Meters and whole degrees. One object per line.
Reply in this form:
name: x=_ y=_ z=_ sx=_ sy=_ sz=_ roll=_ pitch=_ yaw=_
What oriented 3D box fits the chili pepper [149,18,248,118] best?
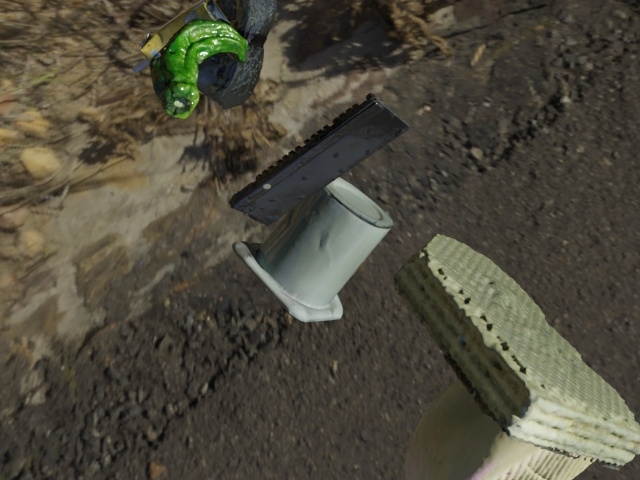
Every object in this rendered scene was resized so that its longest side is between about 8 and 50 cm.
chili pepper: x=-0.138 y=-0.196 z=1.007 sx=0.073 sy=0.182 sz=0.050 roll=33 pitch=131 yaw=-2

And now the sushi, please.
sushi: x=-0.139 y=-0.368 z=1.658 sx=0.134 sy=0.109 sz=0.273 roll=23 pitch=108 yaw=-50

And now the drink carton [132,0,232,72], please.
drink carton: x=-0.253 y=-0.336 z=1.583 sx=0.200 sy=0.074 sz=0.084 roll=-31 pitch=116 yaw=18

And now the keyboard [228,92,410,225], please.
keyboard: x=-0.005 y=-0.091 z=1.076 sx=0.231 sy=0.023 sz=0.072 roll=-33 pitch=138 yaw=27

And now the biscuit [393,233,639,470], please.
biscuit: x=0.146 y=0.072 z=0.742 sx=0.150 sy=0.252 sz=0.052 roll=23 pitch=110 yaw=-34

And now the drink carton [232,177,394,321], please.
drink carton: x=0.000 y=0.000 z=1.491 sx=0.185 sy=0.191 sz=0.189 roll=42 pitch=107 yaw=26

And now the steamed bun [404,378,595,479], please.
steamed bun: x=0.201 y=0.220 z=1.047 sx=0.239 sy=0.152 sz=0.170 roll=-35 pitch=142 yaw=12
